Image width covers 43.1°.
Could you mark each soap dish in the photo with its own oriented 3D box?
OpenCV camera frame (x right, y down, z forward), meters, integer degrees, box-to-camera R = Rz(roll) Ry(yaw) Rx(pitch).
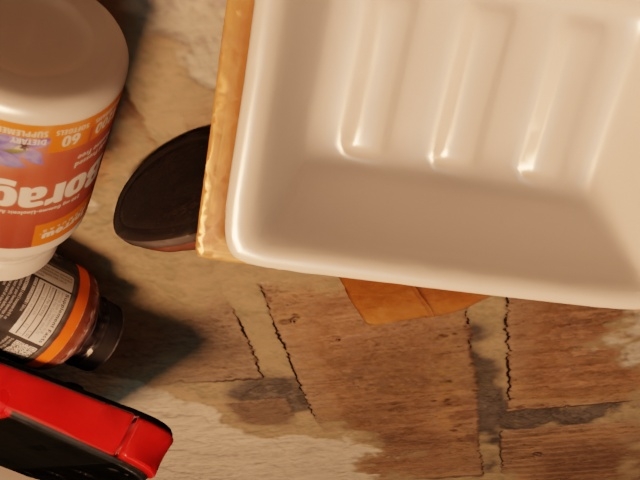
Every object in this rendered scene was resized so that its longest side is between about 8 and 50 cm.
[{"bbox_3d":[0.087,-0.086,0.464,0.290,0.118,0.229,7,114,-8],"label":"soap dish"}]

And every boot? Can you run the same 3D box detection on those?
[{"bbox_3d":[0.000,0.000,0.700,0.264,0.096,0.280,-21,147,14],"label":"boot"}]

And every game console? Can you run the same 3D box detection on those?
[{"bbox_3d":[-0.365,0.168,0.844,0.342,0.060,0.386,33,149,-24],"label":"game console"}]

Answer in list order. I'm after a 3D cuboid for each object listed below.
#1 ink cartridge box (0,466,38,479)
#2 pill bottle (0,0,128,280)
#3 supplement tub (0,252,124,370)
[{"bbox_3d":[-0.495,0.354,1.128,0.211,0.122,0.289,13,142,-17],"label":"ink cartridge box"},{"bbox_3d":[-0.210,-0.064,0.553,0.121,0.121,0.216,14,142,-18],"label":"pill bottle"},{"bbox_3d":[-0.274,0.050,0.724,0.106,0.106,0.198,-25,137,30],"label":"supplement tub"}]
